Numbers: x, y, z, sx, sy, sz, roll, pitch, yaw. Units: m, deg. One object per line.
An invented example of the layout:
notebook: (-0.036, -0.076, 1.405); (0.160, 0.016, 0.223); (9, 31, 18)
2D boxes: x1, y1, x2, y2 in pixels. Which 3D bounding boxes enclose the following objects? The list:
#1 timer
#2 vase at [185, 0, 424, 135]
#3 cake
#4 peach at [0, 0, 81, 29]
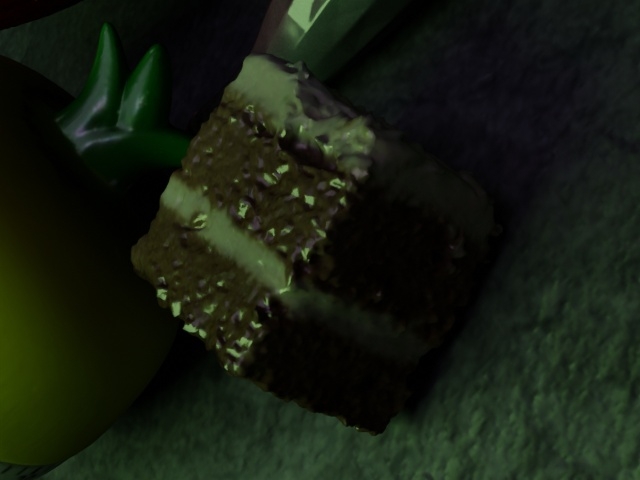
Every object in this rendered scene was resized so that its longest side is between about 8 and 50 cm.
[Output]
timer: (-0.176, -0.013, 0.852); (0.285, 0.285, 0.285); (-17, 65, 41)
vase: (0.000, -0.126, 0.834); (0.214, 0.086, 0.086); (-50, 47, 28)
cake: (0.000, 0.000, 0.757); (0.147, 0.134, 0.135); (-56, 45, 4)
peach: (-0.228, -0.317, 0.939); (0.370, 0.370, 0.370); (-17, 65, 41)
